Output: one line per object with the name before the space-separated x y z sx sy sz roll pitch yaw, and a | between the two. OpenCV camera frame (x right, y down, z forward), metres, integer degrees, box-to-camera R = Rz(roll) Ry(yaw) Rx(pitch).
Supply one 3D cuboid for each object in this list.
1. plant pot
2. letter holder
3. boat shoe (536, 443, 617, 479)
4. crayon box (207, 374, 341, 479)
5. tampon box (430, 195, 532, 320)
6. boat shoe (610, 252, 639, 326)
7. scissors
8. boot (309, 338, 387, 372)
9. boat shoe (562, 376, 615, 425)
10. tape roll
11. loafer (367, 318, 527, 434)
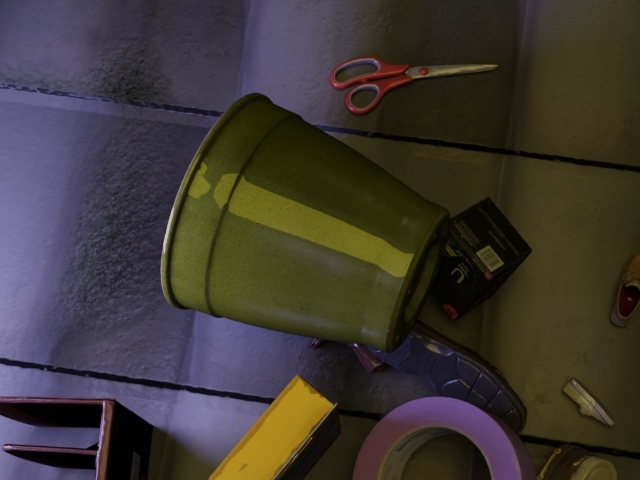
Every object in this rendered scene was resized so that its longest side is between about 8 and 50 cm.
plant pot | 0.000 0.000 1.700 0.353 0.366 0.366 21 75 15
letter holder | -0.393 0.330 1.665 0.215 0.302 0.152 3 74 3
boat shoe | 0.339 0.469 1.714 0.097 0.117 0.324 24 80 54
crayon box | -0.063 0.319 1.649 0.083 0.323 0.203 39 78 12
tampon box | 0.245 0.032 1.801 0.101 0.161 0.120 -29 73 -32
boat shoe | 0.529 0.080 1.851 0.050 0.045 0.135 18 75 6
scissors | 0.166 -0.313 1.991 0.297 0.021 0.109 -19 72 -3
boot | 0.054 0.187 1.839 0.106 0.037 0.114 -37 80 -7
boat shoe | 0.440 0.272 1.806 0.100 0.035 0.035 46 107 9
tape roll | 0.190 0.384 1.692 0.275 0.090 0.274 -9 69 25
loafer | 0.215 0.202 1.798 0.303 0.095 0.109 34 122 9
